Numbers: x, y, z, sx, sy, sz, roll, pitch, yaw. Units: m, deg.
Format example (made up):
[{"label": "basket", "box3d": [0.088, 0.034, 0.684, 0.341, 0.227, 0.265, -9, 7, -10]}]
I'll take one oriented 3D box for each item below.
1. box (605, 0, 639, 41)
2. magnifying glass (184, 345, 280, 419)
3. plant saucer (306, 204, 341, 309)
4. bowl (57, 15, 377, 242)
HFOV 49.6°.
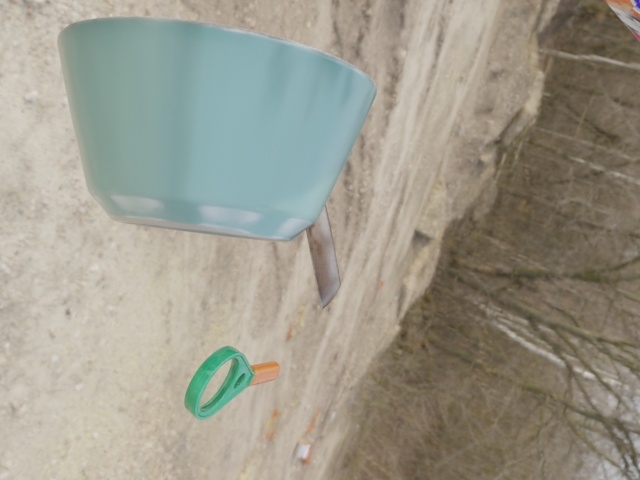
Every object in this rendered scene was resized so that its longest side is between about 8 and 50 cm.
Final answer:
[{"label": "box", "box3d": [0.358, -0.288, 0.691, 0.128, 0.123, 0.257, -43, 178, 36]}, {"label": "magnifying glass", "box3d": [-0.106, 0.176, 0.892, 0.092, 0.026, 0.231, -63, 160, 3]}, {"label": "plant saucer", "box3d": [0.000, 0.000, 1.013, 0.198, 0.036, 0.199, -11, 90, -89]}, {"label": "bowl", "box3d": [-0.107, -0.088, 0.686, 0.311, 0.311, 0.163, 9, 88, -74]}]
